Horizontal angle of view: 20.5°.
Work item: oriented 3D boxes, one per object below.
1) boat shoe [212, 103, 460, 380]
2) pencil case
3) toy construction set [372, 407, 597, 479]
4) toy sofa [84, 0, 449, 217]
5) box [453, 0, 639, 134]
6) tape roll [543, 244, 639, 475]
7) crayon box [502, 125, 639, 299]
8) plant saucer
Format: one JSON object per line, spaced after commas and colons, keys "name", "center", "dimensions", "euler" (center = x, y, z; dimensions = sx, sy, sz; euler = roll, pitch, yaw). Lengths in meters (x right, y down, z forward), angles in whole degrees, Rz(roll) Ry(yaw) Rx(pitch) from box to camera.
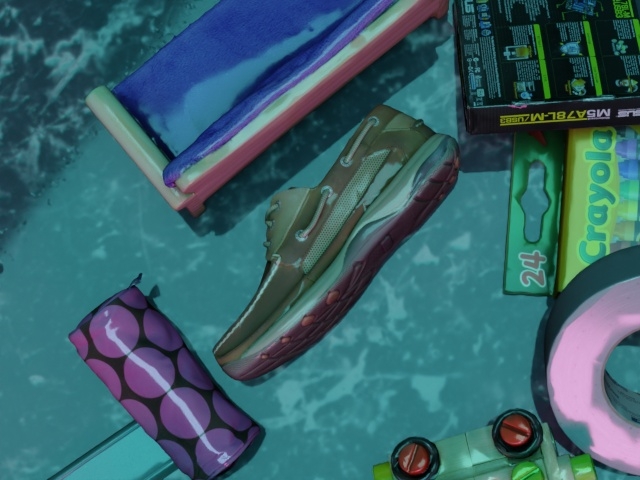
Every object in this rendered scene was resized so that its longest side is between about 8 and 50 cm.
{"name": "boat shoe", "center": [0.000, 0.000, 1.761], "dimensions": [0.116, 0.123, 0.324], "euler": [40, 80, 14]}
{"name": "pencil case", "center": [-0.150, 0.141, 1.757], "dimensions": [0.095, 0.098, 0.209], "euler": [-41, 85, 23]}
{"name": "toy construction set", "center": [0.158, 0.287, 1.690], "dimensions": [0.327, 0.151, 0.215], "euler": [-12, 70, -3]}
{"name": "toy sofa", "center": [-0.047, -0.195, 1.751], "dimensions": [0.362, 0.177, 0.150], "euler": [-39, 83, -2]}
{"name": "box", "center": [0.229, -0.186, 1.754], "dimensions": [0.184, 0.045, 0.191], "euler": [-3, 46, 0]}
{"name": "tape roll", "center": [0.324, 0.116, 1.695], "dimensions": [0.219, 0.072, 0.219], "euler": [2, 114, 5]}
{"name": "crayon box", "center": [0.347, -0.032, 1.759], "dimensions": [0.318, 0.081, 0.202], "euler": [4, 83, 4]}
{"name": "plant saucer", "center": [-0.226, 0.246, 1.782], "dimensions": [0.192, 0.018, 0.067], "euler": [-34, 82, -1]}
